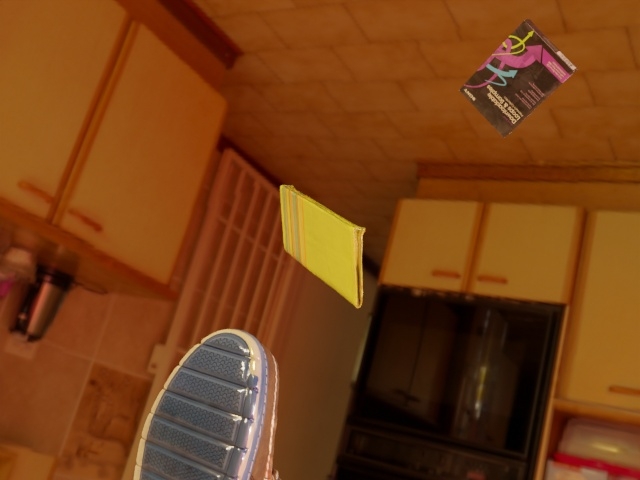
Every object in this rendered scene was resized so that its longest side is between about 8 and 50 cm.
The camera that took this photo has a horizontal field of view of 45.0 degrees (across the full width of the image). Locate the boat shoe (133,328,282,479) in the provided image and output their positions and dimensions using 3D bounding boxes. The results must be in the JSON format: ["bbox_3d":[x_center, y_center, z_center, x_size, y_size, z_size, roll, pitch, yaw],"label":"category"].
[{"bbox_3d":[-0.053,0.134,0.384,0.066,0.183,0.066,16,179,39],"label":"boat shoe"}]

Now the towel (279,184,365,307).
[{"bbox_3d":[0.000,0.000,0.990,0.021,0.102,0.237,-11,-160,-21],"label":"towel"}]

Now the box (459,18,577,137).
[{"bbox_3d":[0.322,-0.265,1.275,0.116,0.029,0.162,48,128,7],"label":"box"}]
